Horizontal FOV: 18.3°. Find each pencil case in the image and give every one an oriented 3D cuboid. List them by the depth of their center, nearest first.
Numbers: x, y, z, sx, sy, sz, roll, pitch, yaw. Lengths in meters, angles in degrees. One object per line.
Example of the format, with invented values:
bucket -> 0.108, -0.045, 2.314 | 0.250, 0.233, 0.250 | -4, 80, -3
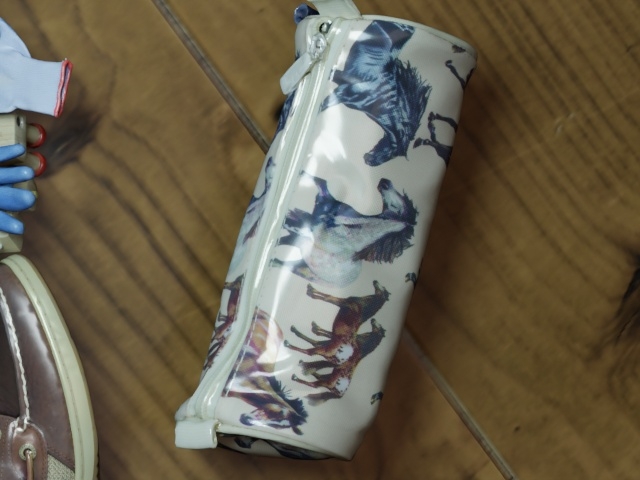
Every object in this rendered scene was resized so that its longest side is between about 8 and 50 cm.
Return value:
pencil case -> 0.000, 0.000, 1.703 | 0.183, 0.160, 0.410 | 23, 80, -35

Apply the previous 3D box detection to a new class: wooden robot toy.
wooden robot toy -> -0.279, -0.071, 1.661 | 0.079, 0.076, 0.173 | -5, 76, 16

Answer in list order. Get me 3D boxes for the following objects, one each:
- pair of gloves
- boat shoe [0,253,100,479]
pair of gloves -> -0.282, -0.091, 1.617 | 0.023, 0.159, 0.198 | 22, 81, -60
boat shoe -> -0.253, 0.186, 1.626 | 0.123, 0.123, 0.342 | -11, 98, -22
